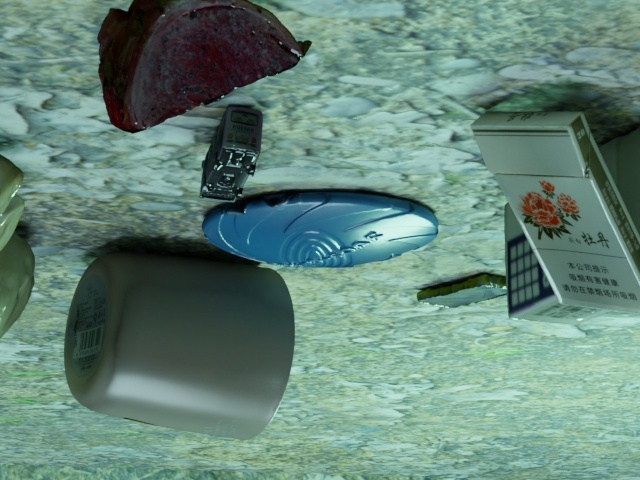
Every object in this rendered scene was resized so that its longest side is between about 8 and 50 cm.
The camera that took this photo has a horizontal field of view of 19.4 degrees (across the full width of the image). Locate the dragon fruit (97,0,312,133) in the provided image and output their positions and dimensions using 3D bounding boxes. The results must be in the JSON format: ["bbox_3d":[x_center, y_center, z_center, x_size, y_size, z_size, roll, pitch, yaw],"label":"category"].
[{"bbox_3d":[-0.093,-0.141,1.284,0.147,0.096,0.102,-27,-169,-30],"label":"dragon fruit"}]

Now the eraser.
[{"bbox_3d":[0.260,-0.011,1.696,0.081,0.124,0.279,6,163,-20],"label":"eraser"}]

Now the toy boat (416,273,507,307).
[{"bbox_3d":[0.171,0.059,2.181,0.063,0.016,0.115,11,162,-39],"label":"toy boat"}]

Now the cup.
[{"bbox_3d":[-0.170,0.098,2.050,0.200,0.191,0.253,11,-165,-26],"label":"cup"}]

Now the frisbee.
[{"bbox_3d":[0.000,0.000,1.898,0.242,0.045,0.242,1,166,0],"label":"frisbee"}]

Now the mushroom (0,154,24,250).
[{"bbox_3d":[-0.375,-0.020,1.690,0.162,0.173,0.236,37,116,-2],"label":"mushroom"}]

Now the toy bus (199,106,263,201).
[{"bbox_3d":[-0.077,-0.072,1.597,0.037,0.052,0.130,7,162,-10],"label":"toy bus"}]

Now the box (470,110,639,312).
[{"bbox_3d":[0.208,-0.022,1.564,0.109,0.029,0.198,5,133,48],"label":"box"}]

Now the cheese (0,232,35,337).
[{"bbox_3d":[-0.401,0.088,1.907,0.248,0.251,0.173,-16,167,-3],"label":"cheese"}]
